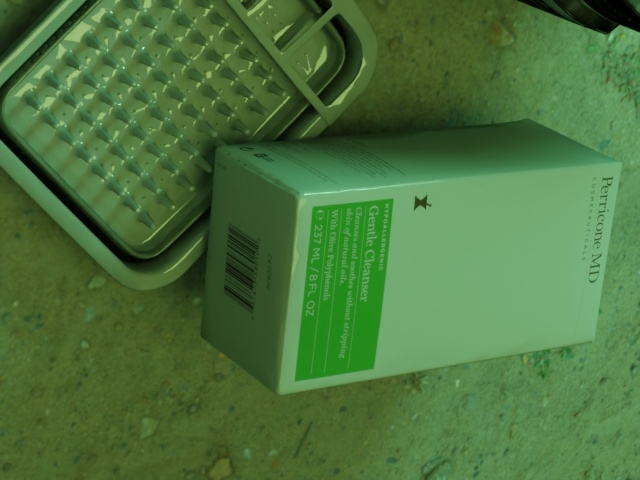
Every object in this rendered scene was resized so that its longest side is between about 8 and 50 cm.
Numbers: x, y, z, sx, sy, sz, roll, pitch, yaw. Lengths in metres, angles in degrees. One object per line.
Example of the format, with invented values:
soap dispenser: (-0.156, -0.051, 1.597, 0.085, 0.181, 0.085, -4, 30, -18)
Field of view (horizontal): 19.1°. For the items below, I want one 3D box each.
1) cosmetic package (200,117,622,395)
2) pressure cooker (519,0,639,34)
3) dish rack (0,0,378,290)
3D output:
cosmetic package: (0.085, 0.007, 1.765, 0.365, 0.155, 0.197, -8, 113, -31)
pressure cooker: (0.287, -0.372, 1.634, 0.369, 0.420, 0.376, -5, 114, -32)
dish rack: (-0.133, -0.148, 1.688, 0.333, 0.072, 0.285, -46, 128, -7)
